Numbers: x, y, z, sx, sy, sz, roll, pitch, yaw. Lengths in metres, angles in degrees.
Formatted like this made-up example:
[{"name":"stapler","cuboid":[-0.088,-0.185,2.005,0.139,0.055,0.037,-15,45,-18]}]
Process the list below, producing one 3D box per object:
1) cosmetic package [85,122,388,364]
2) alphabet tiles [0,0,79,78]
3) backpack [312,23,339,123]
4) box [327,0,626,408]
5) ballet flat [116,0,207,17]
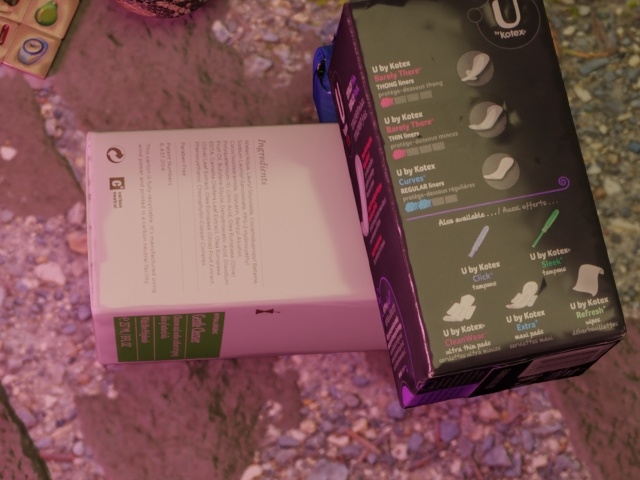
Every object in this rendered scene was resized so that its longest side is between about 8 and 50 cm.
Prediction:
[{"name":"cosmetic package","cuboid":[0.000,0.000,1.559,0.365,0.197,0.155,-2,74,-4]},{"name":"alphabet tiles","cuboid":[-0.313,-0.267,1.712,0.237,0.009,0.198,21,73,2]},{"name":"backpack","cuboid":[0.043,-0.137,1.642,0.101,0.098,0.120,-1,37,-5]},{"name":"box","cuboid":[0.105,-0.032,1.390,0.143,0.165,0.270,-11,78,-7]},{"name":"ballet flat","cuboid":[-0.048,-0.414,1.687,0.164,0.182,0.483,28,73,5]}]
